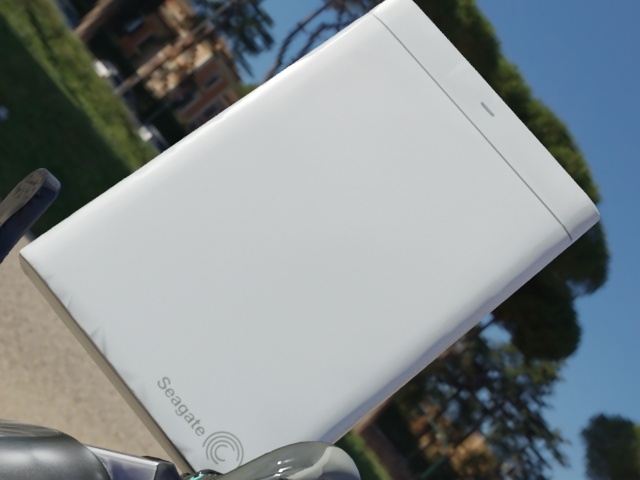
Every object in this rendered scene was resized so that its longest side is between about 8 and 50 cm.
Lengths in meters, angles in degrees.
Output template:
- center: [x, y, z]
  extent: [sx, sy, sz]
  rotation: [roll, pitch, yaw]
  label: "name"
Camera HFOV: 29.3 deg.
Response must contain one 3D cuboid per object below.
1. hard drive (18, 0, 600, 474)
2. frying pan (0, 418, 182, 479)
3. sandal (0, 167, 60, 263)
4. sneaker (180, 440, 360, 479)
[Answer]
- center: [0.000, 0.000, 0.876]
  extent: [0.233, 0.353, 0.047]
  rotation: [50, -20, 8]
  label: "hard drive"
- center: [-0.112, 0.105, 0.511]
  extent: [0.326, 0.053, 0.197]
  rotation: [6, -6, -4]
  label: "frying pan"
- center: [-0.409, 0.010, 1.442]
  extent: [0.097, 0.255, 0.054]
  rotation: [5, -35, 52]
  label: "sandal"
- center: [-0.097, 0.177, 0.748]
  extent: [0.101, 0.267, 0.106]
  rotation: [43, 24, -38]
  label: "sneaker"
